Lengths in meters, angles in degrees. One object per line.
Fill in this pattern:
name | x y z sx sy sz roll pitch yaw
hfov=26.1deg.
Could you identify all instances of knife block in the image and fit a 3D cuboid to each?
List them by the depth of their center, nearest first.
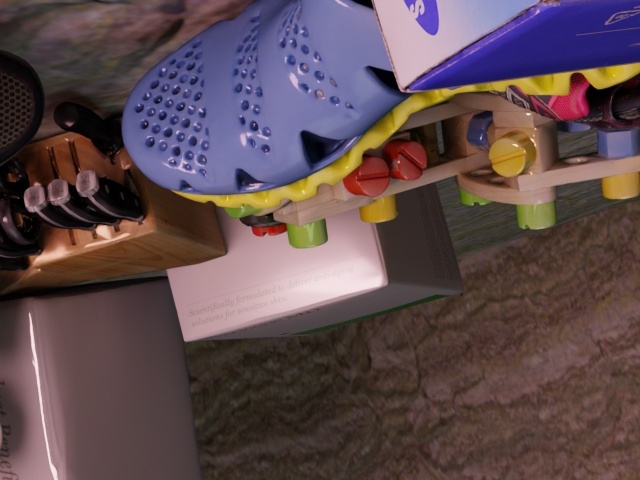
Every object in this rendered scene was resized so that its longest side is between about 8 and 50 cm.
knife block | -0.145 -0.035 1.000 0.276 0.088 0.242 -9 171 -36

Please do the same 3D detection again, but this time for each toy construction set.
toy construction set | 0.054 -0.064 0.986 0.328 0.151 0.215 -1 -171 -37

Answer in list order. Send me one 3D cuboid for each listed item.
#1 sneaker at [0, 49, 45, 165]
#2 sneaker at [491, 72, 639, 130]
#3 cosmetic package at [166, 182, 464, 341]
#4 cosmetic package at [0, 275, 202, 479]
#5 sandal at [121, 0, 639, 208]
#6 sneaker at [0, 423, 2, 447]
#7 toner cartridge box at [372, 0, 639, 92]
sneaker | -0.225 -0.046 0.651 0.228 0.087 0.130 -7 -164 -33
sneaker | 0.210 -0.120 0.899 0.299 0.112 0.121 -12 130 -39
cosmetic package | 0.000 0.000 1.324 0.197 0.155 0.365 -16 174 16
cosmetic package | -0.339 0.222 1.225 0.394 0.329 0.327 -8 180 13
sandal | 0.026 -0.116 0.745 0.317 0.126 0.138 -22 157 16
sneaker | -0.335 0.140 0.891 0.161 0.102 0.282 6 -168 37
toner cartridge box | 0.160 -0.158 0.499 0.348 0.165 0.075 -11 170 -34
